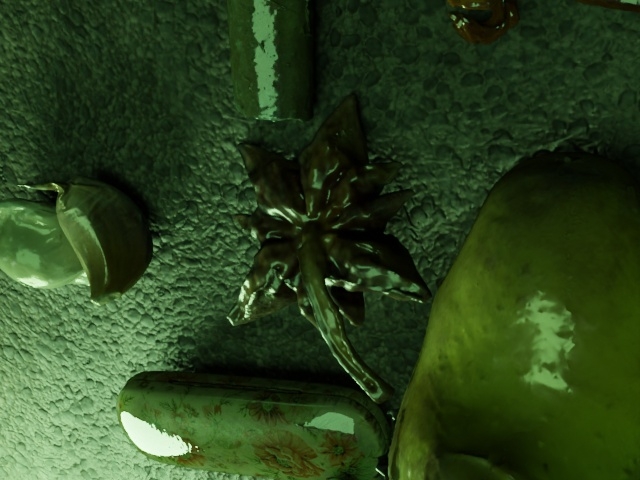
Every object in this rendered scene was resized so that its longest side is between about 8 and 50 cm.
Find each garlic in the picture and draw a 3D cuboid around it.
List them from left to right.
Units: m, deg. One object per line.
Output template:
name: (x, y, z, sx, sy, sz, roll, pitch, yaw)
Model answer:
garlic: (-0.309, -0.019, 1.104, 0.090, 0.128, 0.198, -8, 115, 43)

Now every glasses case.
glasses case: (-0.106, 0.270, 1.174, 0.425, 0.098, 0.156, 0, 121, 23)

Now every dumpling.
dumpling: (-0.397, -0.001, 1.166, 0.199, 0.118, 0.136, 32, 118, -28)

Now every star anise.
star anise: (0.000, 0.000, 0.943, 0.292, 0.109, 0.349, 1, 85, 45)

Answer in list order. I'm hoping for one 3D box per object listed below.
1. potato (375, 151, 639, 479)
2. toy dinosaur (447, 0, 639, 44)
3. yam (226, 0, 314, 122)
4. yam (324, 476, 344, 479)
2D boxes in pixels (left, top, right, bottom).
potato: (0.200, 0.092, 0.791, 0.290, 0.397, 0.296, 16, 126, 37)
toy dinosaur: (0.214, -0.273, 0.784, 0.432, 0.097, 0.208, 44, 107, -10)
yam: (-0.056, -0.262, 0.897, 0.106, 0.106, 0.259, 9, 116, 19)
yam: (-0.013, 0.390, 1.163, 0.061, 0.061, 0.253, 39, 148, 2)
